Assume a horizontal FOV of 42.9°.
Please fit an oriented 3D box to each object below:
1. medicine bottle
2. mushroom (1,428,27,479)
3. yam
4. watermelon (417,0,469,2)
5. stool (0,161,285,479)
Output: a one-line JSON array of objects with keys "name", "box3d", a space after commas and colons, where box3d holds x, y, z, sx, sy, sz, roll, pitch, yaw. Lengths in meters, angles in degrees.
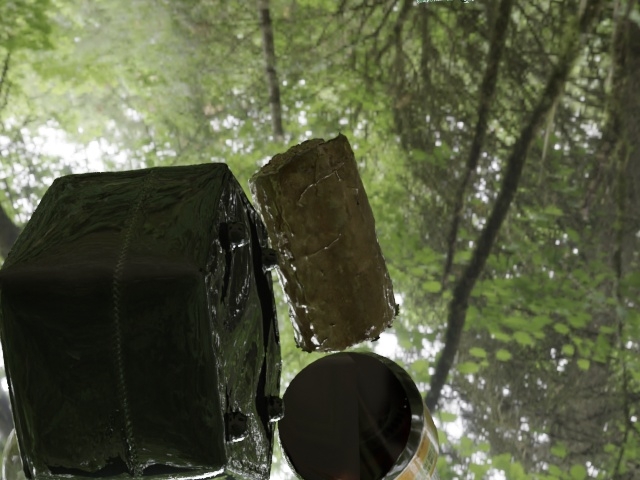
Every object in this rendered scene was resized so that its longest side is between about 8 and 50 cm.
[{"name": "medicine bottle", "box3d": [0.091, 0.351, 1.368, 0.242, 0.395, 0.242, -9, -121, 16]}, {"name": "mushroom", "box3d": [-0.304, 0.330, 1.005, 0.243, 0.243, 0.243, -1, -142, 1]}, {"name": "yam", "box3d": [0.001, 0.000, 0.946, 0.128, 0.238, 0.129, -9, -160, 24]}, {"name": "watermelon", "box3d": [0.181, -0.433, 0.892, 0.264, 0.302, 0.151, -11, 171, 17]}, {"name": "stool", "box3d": [-0.106, 0.065, 0.551, 0.141, 0.232, 0.232, -5, -142, 8]}]
